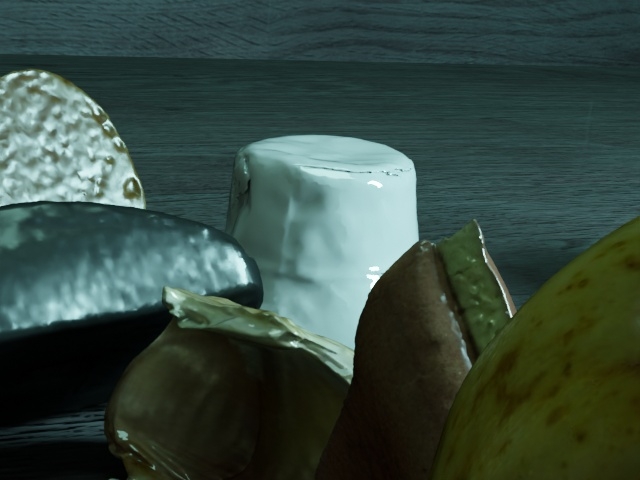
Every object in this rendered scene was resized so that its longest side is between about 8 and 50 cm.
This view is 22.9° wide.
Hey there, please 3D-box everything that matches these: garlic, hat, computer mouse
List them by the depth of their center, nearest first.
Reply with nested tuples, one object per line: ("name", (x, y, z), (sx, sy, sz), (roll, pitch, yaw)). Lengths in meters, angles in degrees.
("garlic", (-0.025, 0.085, 0.737), (0.175, 0.099, 0.124), (16, -4, 30))
("computer mouse", (-0.157, 0.034, 0.775), (0.270, 0.086, 0.137), (-9, -24, -39))
("hat", (0.000, 0.000, 1.046), (0.203, 0.126, 0.203), (7, 14, -2))

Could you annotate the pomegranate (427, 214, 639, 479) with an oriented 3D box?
("pomegranate", (0.142, 0.085, 0.453), (0.215, 0.215, 0.215), (4, 12, -1))

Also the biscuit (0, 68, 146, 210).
("biscuit", (-0.217, -0.005, 0.863), (0.290, 0.208, 0.041), (-22, -4, -44))

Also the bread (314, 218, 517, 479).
("bread", (0.054, 0.100, 0.604), (0.067, 0.192, 0.119), (-4, -19, -34))
